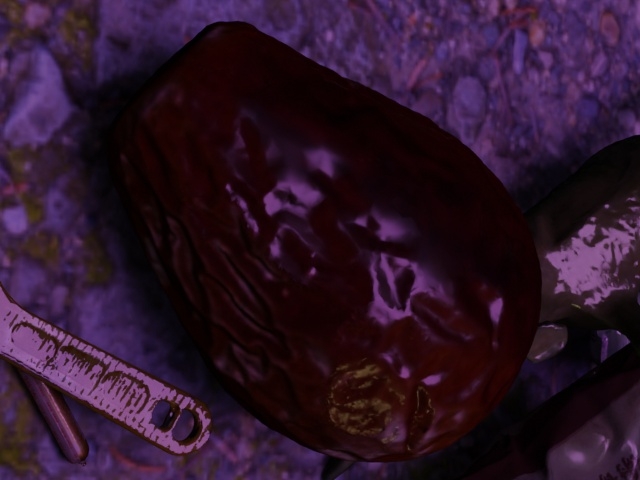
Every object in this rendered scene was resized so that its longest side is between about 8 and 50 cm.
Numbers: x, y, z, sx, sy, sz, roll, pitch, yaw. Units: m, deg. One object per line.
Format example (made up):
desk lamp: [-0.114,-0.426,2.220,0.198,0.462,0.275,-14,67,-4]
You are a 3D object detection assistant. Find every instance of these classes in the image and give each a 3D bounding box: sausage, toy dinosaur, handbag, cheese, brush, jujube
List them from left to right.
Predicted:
brush: [-0.144,0.054,0.959,0.218,0.010,0.082,33,72,-24]
sausage: [-0.144,0.076,0.981,0.015,0.015,0.100,-40,116,-32]
jujube: [0.000,0.000,1.014,0.255,0.190,0.190,44,63,-14]
handbag: [0.147,0.202,1.165,0.213,0.127,0.235,-34,125,-33]
toy dinosaur: [0.159,-0.026,1.211,0.447,0.301,0.087,-29,120,-3]
cheese: [0.197,0.062,1.238,0.120,0.026,0.067,43,63,-65]
